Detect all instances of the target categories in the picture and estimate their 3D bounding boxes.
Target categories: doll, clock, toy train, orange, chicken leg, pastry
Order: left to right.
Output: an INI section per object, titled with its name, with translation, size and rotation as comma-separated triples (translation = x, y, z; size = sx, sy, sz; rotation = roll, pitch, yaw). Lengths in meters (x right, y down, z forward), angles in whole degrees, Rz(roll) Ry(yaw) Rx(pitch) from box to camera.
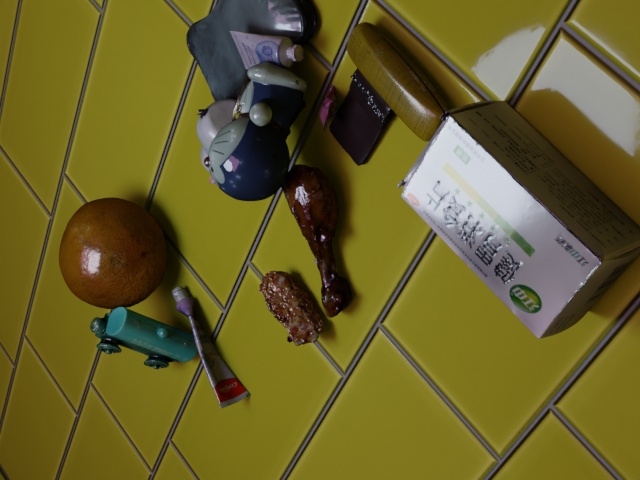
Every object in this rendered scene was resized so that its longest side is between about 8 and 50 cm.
[orange]
translation = -0.477, 0.027, 2.180
size = 0.264, 0.264, 0.264
rotation = 19, 117, 42
[toy train]
translation = -0.397, 0.223, 2.185
size = 0.159, 0.248, 0.101
rotation = -19, 54, 45
[doll]
translation = -0.186, -0.195, 1.872
size = 0.107, 0.110, 0.180
rotation = 10, 150, 6
[clock]
translation = -0.112, -0.189, 1.704
size = 0.199, 0.147, 0.243
rotation = 135, 154, -78
[pastry]
translation = -0.055, 0.136, 1.887
size = 0.169, 0.087, 0.063
rotation = 58, 170, 15
[chicken leg]
translation = 0.000, 0.000, 1.783
size = 0.113, 0.093, 0.304
rotation = 20, 127, 62

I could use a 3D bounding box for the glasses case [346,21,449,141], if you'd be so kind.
[glasses case]
translation = 0.126, -0.263, 1.558
size = 0.234, 0.064, 0.079
rotation = 52, 138, 21

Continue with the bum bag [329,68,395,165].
[bum bag]
translation = 0.070, -0.215, 1.664
size = 0.109, 0.026, 0.159
rotation = 52, 137, 23

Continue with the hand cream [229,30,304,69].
[hand cream]
translation = -0.095, -0.337, 1.709
size = 0.142, 0.053, 0.084
rotation = 8, 138, 32

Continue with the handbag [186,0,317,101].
[handbag]
translation = -0.142, -0.389, 1.804
size = 0.332, 0.075, 0.191
rotation = -34, 81, 44

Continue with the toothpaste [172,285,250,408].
[toothpaste]
translation = -0.259, 0.235, 2.151
size = 0.048, 0.075, 0.301
rotation = -38, 71, 23

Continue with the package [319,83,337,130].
[package]
translation = 0.014, -0.236, 1.695
size = 0.083, 0.029, 0.059
rotation = -90, 12, -57

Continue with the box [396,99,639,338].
[box]
translation = 0.288, -0.040, 1.403
size = 0.333, 0.145, 0.173
rotation = 49, 132, 23
